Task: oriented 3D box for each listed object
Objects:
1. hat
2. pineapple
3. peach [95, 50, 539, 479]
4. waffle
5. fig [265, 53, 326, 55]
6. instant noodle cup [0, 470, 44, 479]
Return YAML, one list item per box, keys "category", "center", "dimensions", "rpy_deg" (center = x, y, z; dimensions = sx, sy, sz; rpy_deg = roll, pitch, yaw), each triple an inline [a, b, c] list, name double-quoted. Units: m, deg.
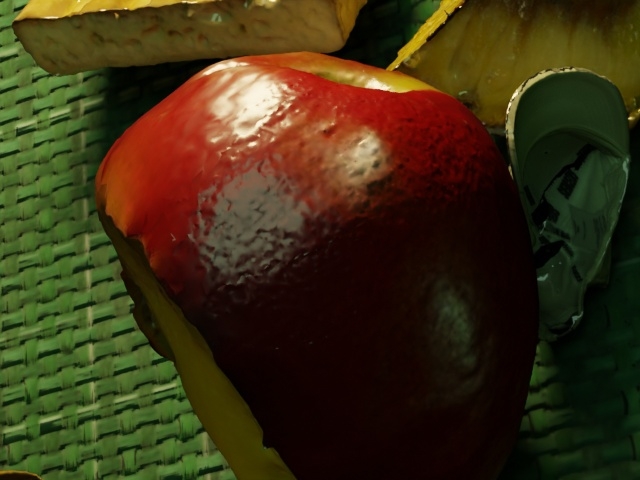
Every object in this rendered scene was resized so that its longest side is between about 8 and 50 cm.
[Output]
- category: "hat"
  center: [0.144, -0.031, 1.156]
  dimensions: [0.122, 0.166, 0.081]
  rpy_deg: [-41, 44, -21]
- category: "pineapple"
  center: [0.194, -0.174, 1.224]
  dimensions: [0.158, 0.161, 0.334]
  rpy_deg: [40, 103, -4]
- category: "peach"
  center: [-0.010, 0.057, 1.095]
  dimensions: [0.281, 0.281, 0.338]
  rpy_deg: [21, 110, 32]
- category: "waffle"
  center: [-0.080, -0.196, 1.357]
  dimensions: [0.274, 0.057, 0.168]
  rpy_deg: [-3, 35, 23]
- category: "fig"
  center: [-0.022, -0.107, 1.316]
  dimensions: [0.074, 0.074, 0.088]
  rpy_deg: [30, 58, 33]
- category: "instant noodle cup"
  center: [-0.208, 0.278, 1.133]
  dimensions: [0.216, 0.216, 0.172]
  rpy_deg: [-44, 64, -1]
